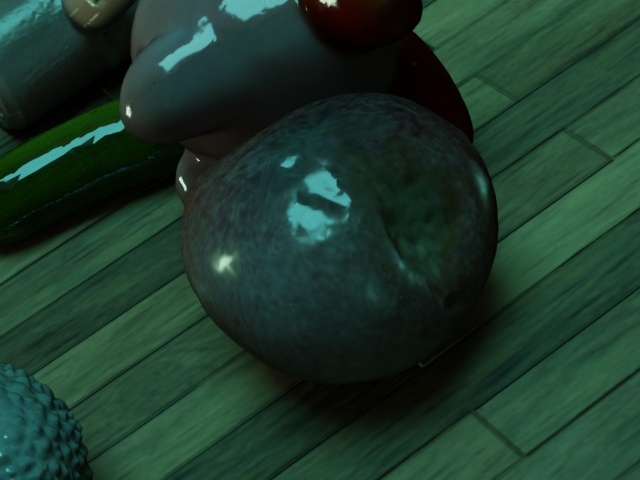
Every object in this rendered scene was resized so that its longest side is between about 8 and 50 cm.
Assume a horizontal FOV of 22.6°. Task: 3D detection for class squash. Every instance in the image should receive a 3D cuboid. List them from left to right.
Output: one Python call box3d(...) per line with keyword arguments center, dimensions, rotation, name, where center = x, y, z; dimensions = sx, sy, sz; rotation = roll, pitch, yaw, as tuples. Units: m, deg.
box3d(center=(-0.179, -0.086, 1.467), dimensions=(0.331, 0.087, 0.087), rotation=(-22, 41, -2), name="squash")

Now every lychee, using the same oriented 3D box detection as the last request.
box3d(center=(-0.249, 0.174, 1.155), dimensions=(0.165, 0.165, 0.197), rotation=(5, 27, 27), name="lychee")

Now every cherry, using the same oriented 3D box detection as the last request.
box3d(center=(0.010, 0.004, 1.216), dimensions=(0.239, 0.206, 0.239), rotation=(-45, 15, 16), name="cherry")

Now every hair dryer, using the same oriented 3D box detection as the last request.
box3d(center=(-0.223, -0.221, 1.495), dimensions=(0.210, 0.125, 0.352), rotation=(-38, 7, -17), name="hair dryer")

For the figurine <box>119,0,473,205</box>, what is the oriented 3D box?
box3d(center=(-0.034, -0.169, 1.344), dimensions=(0.261, 0.270, 0.211), rotation=(-20, 58, 10), name="figurine")
